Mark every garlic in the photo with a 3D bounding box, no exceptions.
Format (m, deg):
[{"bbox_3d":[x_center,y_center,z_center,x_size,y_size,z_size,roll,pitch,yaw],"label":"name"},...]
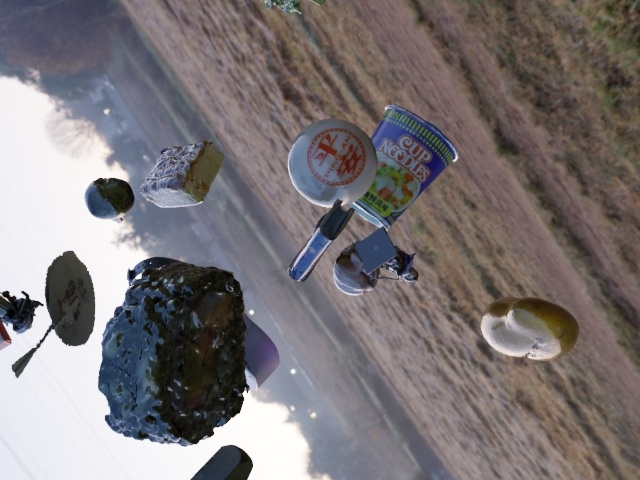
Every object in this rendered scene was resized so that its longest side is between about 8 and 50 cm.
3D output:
[{"bbox_3d":[0.173,0.096,2.401,0.207,0.257,0.207,-8,-90,-87],"label":"garlic"}]

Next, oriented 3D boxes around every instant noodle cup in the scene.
[{"bbox_3d":[0.218,-0.206,1.953,0.284,0.312,0.284,37,178,2],"label":"instant noodle cup"}]

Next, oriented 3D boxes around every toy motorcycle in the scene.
[{"bbox_3d":[-1.042,0.194,2.082,0.275,0.127,0.205,12,151,37],"label":"toy motorcycle"}]

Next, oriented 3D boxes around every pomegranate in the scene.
[{"bbox_3d":[-0.603,-0.117,1.846,0.163,0.138,0.125,129,126,-79],"label":"pomegranate"}]

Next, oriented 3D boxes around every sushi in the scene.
[{"bbox_3d":[-0.288,0.226,1.273,0.294,0.178,0.351,-7,-80,-62],"label":"sushi"}]

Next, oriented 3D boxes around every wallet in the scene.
[{"bbox_3d":[-0.001,0.000,1.531,0.059,0.141,0.202,35,140,0],"label":"wallet"}]

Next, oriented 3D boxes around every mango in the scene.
[{"bbox_3d":[0.410,0.177,1.270,0.177,0.120,0.295,15,176,8],"label":"mango"}]

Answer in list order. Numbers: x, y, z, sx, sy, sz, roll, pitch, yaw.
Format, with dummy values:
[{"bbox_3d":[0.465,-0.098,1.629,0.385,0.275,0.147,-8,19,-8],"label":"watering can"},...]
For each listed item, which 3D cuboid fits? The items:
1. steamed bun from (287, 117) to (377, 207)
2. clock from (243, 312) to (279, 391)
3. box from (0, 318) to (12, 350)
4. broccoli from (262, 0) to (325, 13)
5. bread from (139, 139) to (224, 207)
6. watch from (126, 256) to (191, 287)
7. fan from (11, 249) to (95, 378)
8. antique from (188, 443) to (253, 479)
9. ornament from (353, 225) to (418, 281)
[{"bbox_3d":[0.035,-0.203,1.622,0.231,0.232,0.145,56,167,5],"label":"steamed bun"},{"bbox_3d":[-0.269,0.278,1.785,0.339,0.102,0.338,32,152,19],"label":"clock"},{"bbox_3d":[-1.016,0.302,1.836,0.123,0.229,0.050,55,171,18],"label":"box"},{"bbox_3d":[-0.070,-0.755,1.812,0.243,0.247,0.263,43,171,29],"label":"broccoli"},{"bbox_3d":[-0.425,-0.201,1.955,0.114,0.184,0.275,37,159,-35],"label":"bread"},{"bbox_3d":[-0.480,0.138,1.925,0.068,0.193,0.206,-111,25,-46],"label":"watch"},{"bbox_3d":[-0.596,0.181,1.467,0.414,0.012,0.233,-85,-17,-62],"label":"fan"},{"bbox_3d":[-0.243,0.561,1.437,0.081,0.221,0.080,24,149,45],"label":"antique"},{"bbox_3d":[0.173,0.044,1.442,0.203,0.081,0.088,26,-147,-47],"label":"ornament"}]
